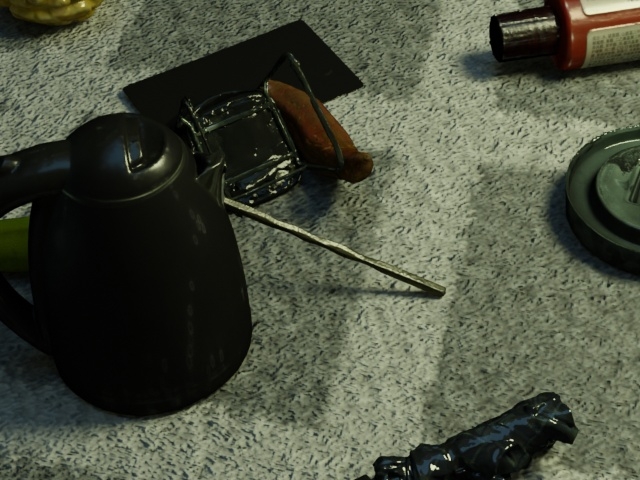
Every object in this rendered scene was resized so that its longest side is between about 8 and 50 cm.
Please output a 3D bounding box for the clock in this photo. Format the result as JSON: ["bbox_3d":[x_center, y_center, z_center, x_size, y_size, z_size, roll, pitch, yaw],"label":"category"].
[{"bbox_3d":[0.378,-0.045,1.528,0.214,0.042,0.215,-2,45,2],"label":"clock"}]

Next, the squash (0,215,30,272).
[{"bbox_3d":[-0.321,0.006,1.506,0.201,0.066,0.066,-5,45,8],"label":"squash"}]

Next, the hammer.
[{"bbox_3d":[0.000,0.000,1.445,0.292,0.058,0.029,22,58,-8],"label":"hammer"}]

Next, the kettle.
[{"bbox_3d":[-0.211,0.011,1.335,0.268,0.290,0.207,-11,47,-6],"label":"kettle"}]

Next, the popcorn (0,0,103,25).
[{"bbox_3d":[-0.357,-0.362,1.819,0.180,0.180,0.170,-2,74,2],"label":"popcorn"}]

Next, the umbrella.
[{"bbox_3d":[0.131,0.210,1.280,0.224,0.080,0.071,-19,82,-11],"label":"umbrella"}]

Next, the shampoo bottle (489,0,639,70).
[{"bbox_3d":[0.347,-0.270,1.706,0.278,0.104,0.104,-9,46,-6],"label":"shampoo bottle"}]

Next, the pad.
[{"bbox_3d":[-0.096,-0.190,1.723,0.265,0.009,0.159,-24,51,-20],"label":"pad"}]

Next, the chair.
[{"bbox_3d":[-0.091,-0.111,1.579,0.140,0.145,0.221,-25,5,-18],"label":"chair"}]

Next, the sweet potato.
[{"bbox_3d":[0.004,-0.118,1.596,0.058,0.078,0.255,-26,38,-14],"label":"sweet potato"}]
